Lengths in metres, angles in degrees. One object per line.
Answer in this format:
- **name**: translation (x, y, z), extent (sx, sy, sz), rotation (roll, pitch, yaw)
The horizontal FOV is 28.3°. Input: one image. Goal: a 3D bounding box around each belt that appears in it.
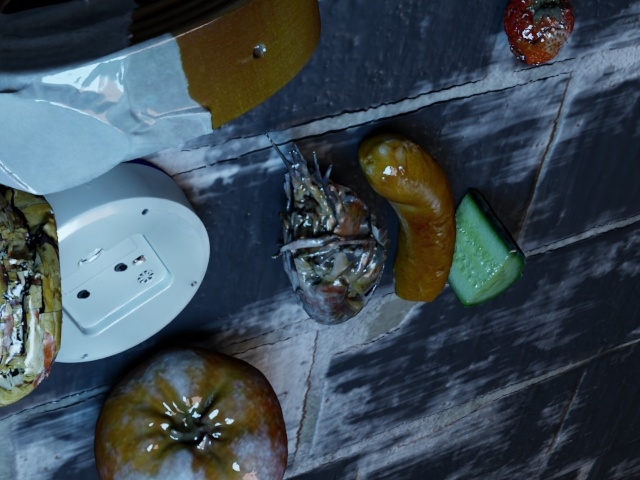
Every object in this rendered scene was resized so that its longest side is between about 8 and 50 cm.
- **belt**: translation (-0.161, -0.174, 1.065), extent (0.338, 0.217, 0.122), rotation (-25, 141, -14)

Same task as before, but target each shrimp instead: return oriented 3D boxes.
- **shrimp**: translation (0.000, -0.007, 1.462), extent (0.145, 0.116, 0.343), rotation (-39, 147, -11)

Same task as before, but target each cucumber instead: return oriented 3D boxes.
- **cucumber**: translation (0.210, 0.012, 1.668), extent (0.062, 0.115, 0.116), rotation (0, 138, -40)

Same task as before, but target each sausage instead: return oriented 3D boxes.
- **sausage**: translation (0.116, -0.032, 1.564), extent (0.103, 0.076, 0.302), rotation (-31, 143, -10)

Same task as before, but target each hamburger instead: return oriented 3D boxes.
- **hamburger**: translation (-0.311, 0.045, 1.172), extent (0.107, 0.231, 0.231), rotation (2, 128, -43)

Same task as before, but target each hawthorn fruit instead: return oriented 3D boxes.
- **hawthorn fruit**: translation (-0.156, 0.238, 1.530), extent (0.231, 0.263, 0.235), rotation (42, 89, -16)

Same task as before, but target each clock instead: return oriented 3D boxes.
- **clock**: translation (-0.232, 0.024, 1.335), extent (0.230, 0.083, 0.230), rotation (-22, 138, -21)

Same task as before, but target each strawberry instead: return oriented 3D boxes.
- **strawberry**: translation (0.249, -0.244, 1.451), extent (0.083, 0.083, 0.096), rotation (-10, 144, -32)
